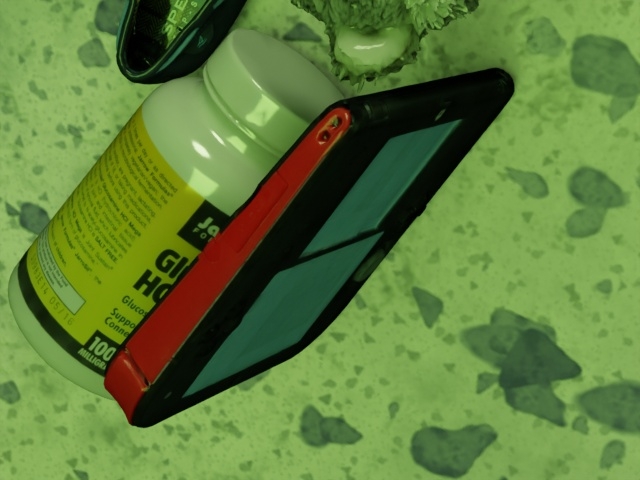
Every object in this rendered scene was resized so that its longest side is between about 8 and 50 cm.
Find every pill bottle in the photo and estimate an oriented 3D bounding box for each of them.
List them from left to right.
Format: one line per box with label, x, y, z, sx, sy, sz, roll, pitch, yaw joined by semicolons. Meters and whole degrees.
pill bottle;-0.123;-0.024;1.731;0.188;0.188;0.334;40;113;-1

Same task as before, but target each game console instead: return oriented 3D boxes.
game console;0.000;0.000;1.605;0.060;0.386;0.342;47;114;10

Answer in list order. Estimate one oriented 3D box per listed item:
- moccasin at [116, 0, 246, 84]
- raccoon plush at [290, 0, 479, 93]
moccasin;-0.083;-0.281;1.675;0.137;0.117;0.342;23;112;6
raccoon plush;0.186;-0.217;1.495;0.446;0.216;0.299;27;112;-22
